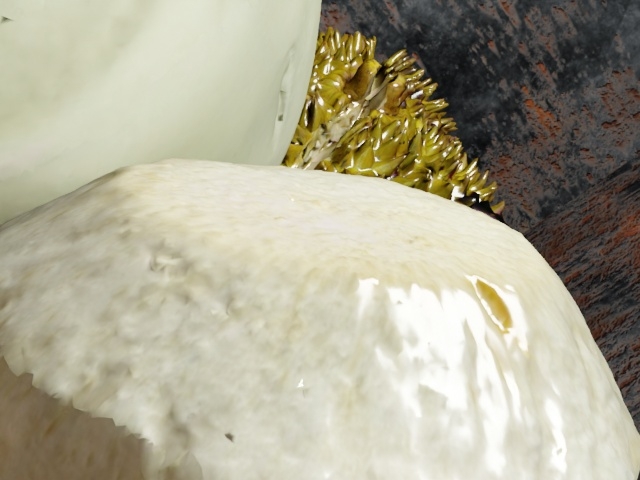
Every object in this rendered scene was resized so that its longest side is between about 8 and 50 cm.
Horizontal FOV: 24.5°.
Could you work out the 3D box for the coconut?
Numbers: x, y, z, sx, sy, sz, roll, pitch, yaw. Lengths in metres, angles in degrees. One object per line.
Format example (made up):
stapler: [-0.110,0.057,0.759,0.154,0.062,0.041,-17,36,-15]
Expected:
coconut: [-0.033,0.134,0.588,0.329,0.329,0.329,54,6,-9]

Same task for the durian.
durian: [0.002,0.004,1.201,0.347,0.347,0.384,60,-31,37]

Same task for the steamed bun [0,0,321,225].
steamed bun: [-0.139,-0.203,0.911,0.371,0.290,0.456,43,44,-75]
